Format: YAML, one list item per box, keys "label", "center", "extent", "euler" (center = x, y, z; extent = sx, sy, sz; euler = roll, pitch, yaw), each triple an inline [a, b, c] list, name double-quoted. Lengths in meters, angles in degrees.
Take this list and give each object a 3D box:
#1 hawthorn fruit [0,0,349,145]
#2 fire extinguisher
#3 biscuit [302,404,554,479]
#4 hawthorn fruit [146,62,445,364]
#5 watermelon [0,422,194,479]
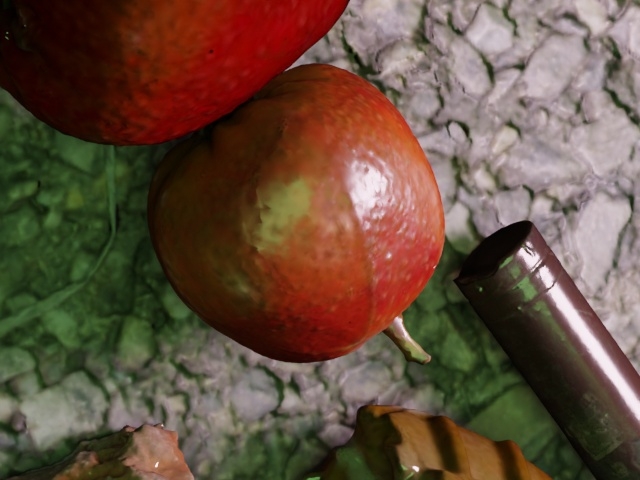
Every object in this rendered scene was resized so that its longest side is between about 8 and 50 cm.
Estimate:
- label: "hawthorn fruit"
  center: [-0.095, -0.207, 0.966]
  extent: [0.307, 0.265, 0.265]
  euler: [-40, 105, -39]
- label: "fire extinguisher"
  center: [0.190, 0.116, 1.153]
  extent: [0.089, 0.072, 0.268]
  euler: [-37, 103, -4]
- label: "biscuit"
  center: [0.123, 0.279, 1.020]
  extent: [0.268, 0.366, 0.115]
  euler: [20, 127, -19]
- label: "hawthorn fruit"
  center: [0.000, 0.000, 1.038]
  extent: [0.196, 0.196, 0.225]
  euler: [-43, 110, -8]
- label: "watermelon"
  center: [-0.169, 0.295, 1.025]
  extent: [0.264, 0.151, 0.302]
  euler: [-13, 98, -17]
